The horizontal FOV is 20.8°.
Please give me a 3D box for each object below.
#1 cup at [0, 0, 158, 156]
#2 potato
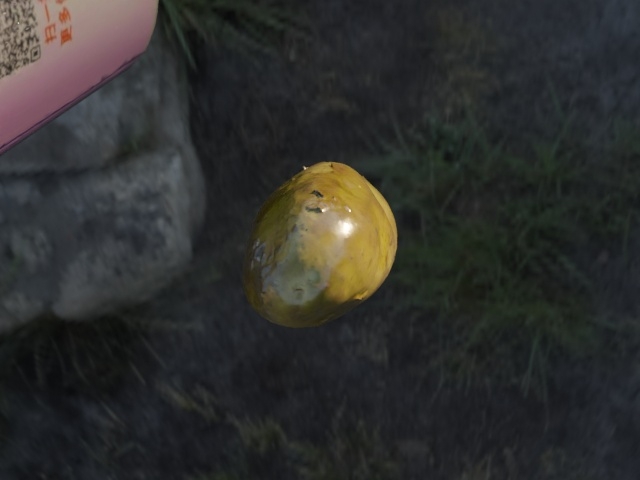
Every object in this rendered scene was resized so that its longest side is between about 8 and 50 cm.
[{"bbox_3d":[-0.209,-0.073,0.691,0.203,0.203,0.288,41,45,15],"label":"cup"},{"bbox_3d":[0.000,0.000,0.534,0.045,0.092,0.046,-26,90,16],"label":"potato"}]
